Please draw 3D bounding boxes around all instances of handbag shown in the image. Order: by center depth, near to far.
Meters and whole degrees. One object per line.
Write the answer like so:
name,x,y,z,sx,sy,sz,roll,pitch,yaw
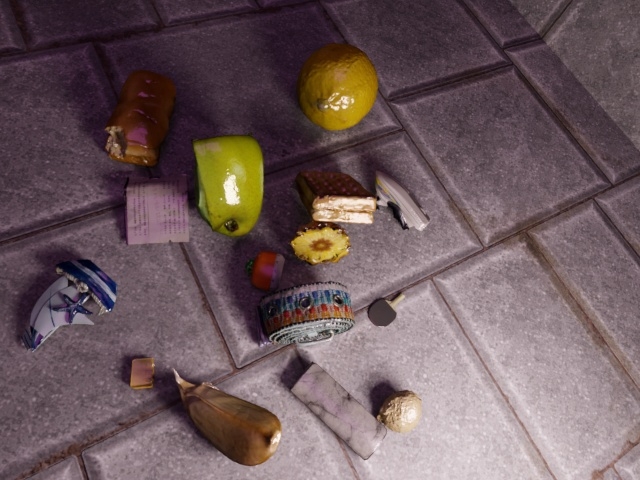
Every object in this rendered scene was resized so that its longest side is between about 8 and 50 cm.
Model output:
handbag,-0.509,0.380,1.231,0.061,0.027,0.083,0,64,-11

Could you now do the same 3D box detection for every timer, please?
timer,-0.183,0.096,1.398,0.136,0.099,0.136,2,54,-3

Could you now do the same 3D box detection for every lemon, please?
lemon,0.063,-0.588,1.655,0.336,0.336,0.336,5,65,-10

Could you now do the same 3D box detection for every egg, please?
egg,0.240,0.510,1.284,0.118,0.116,0.140,38,105,-5

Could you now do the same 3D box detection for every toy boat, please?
toy boat,-0.720,0.194,1.254,0.210,0.070,0.291,15,67,0
toy boat,0.285,-0.137,1.594,0.269,0.141,0.141,38,64,6

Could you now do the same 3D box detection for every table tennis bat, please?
table tennis bat,0.231,0.232,1.469,0.156,0.013,0.087,-35,76,-23

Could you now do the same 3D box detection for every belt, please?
belt,-0.043,0.235,1.300,0.295,0.207,0.160,-6,65,-13

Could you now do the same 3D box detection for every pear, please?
pear,-0.288,-0.168,1.392,0.239,0.342,0.317,-11,95,-13

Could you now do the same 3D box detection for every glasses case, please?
glasses case,0.052,0.503,1.278,0.299,0.060,0.114,40,66,8

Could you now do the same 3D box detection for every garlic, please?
garlic,-0.254,0.462,1.164,0.338,0.196,0.151,31,49,12

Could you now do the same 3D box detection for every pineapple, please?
pineapple,0.000,0.000,1.426,0.225,0.224,0.076,7,47,-9

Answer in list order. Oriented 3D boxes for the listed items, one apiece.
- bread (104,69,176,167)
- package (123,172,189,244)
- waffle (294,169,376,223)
bread,-0.626,-0.434,1.513,0.195,0.149,0.343,8,65,-8
package,-0.546,-0.112,1.434,0.204,0.062,0.250,-5,71,-13
waffle,0.043,-0.156,1.471,0.224,0.098,0.327,3,21,-15
